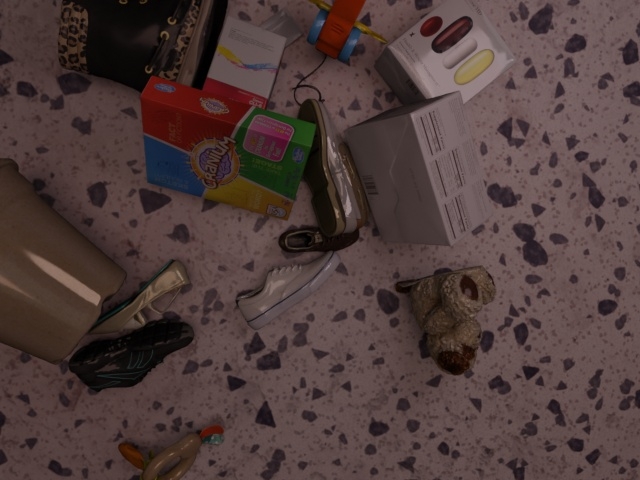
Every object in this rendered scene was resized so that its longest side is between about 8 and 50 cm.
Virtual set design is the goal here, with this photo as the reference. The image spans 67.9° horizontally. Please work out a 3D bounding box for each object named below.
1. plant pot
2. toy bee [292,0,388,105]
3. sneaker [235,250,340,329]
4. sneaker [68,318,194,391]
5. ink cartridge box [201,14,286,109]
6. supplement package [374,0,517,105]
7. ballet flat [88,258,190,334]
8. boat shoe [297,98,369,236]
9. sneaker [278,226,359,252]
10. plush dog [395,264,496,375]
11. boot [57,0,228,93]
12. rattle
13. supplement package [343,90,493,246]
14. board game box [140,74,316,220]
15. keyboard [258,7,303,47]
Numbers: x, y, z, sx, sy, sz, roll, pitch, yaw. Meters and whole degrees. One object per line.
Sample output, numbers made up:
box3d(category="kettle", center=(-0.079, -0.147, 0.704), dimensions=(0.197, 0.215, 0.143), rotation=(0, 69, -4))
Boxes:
box3d(category="plant pot", center=(-0.570, 0.068, 0.919), dimensions=(0.305, 0.334, 0.334), rotation=(39, 90, -19))
box3d(category="toy bee", center=(0.026, -0.447, 0.990), dimensions=(0.195, 0.298, 0.162), rotation=(39, 50, -25))
box3d(category="sneaker", center=(-0.074, 0.093, 1.059), dimensions=(0.258, 0.094, 0.091), rotation=(-37, 101, -1))
box3d(category="sneaker", center=(-0.404, 0.254, 1.052), dimensions=(0.267, 0.101, 0.106), rotation=(-16, 115, -3))
box3d(category="ink cartridge box", center=(-0.157, -0.333, 0.975), dimensions=(0.127, 0.128, 0.176), rotation=(17, 82, -10))
box3d(category="supplement package", center=(0.263, -0.382, 1.028), dimensions=(0.203, 0.149, 0.194), rotation=(-39, 97, -1))
box3d(category="ballet flat", center=(-0.388, 0.143, 1.038), dimensions=(0.248, 0.086, 0.086), rotation=(-39, 97, -1))
box3d(category="boat shoe", center=(0.026, -0.162, 1.051), dimensions=(0.103, 0.113, 0.303), rotation=(-11, 88, -32))
box3d(category="sneaker", center=(0.000, 0.000, 1.070), dimensions=(0.188, 0.071, 0.066), rotation=(-9, 95, -4))
box3d(category="plush dog", center=(0.283, 0.187, 1.060), dimensions=(0.210, 0.262, 0.226), rotation=(-14, 86, 29))
box3d(category="boot", center=(-0.349, -0.475, 0.971), dimensions=(0.284, 0.138, 0.378), rotation=(14, 94, -4))
box3d(category="rattle", center=(-0.336, 0.463, 1.094), dimensions=(0.200, 0.142, 0.130), rotation=(-45, 130, -16))
box3d(category="supplement package", center=(0.199, -0.140, 0.974), dimensions=(0.145, 0.204, 0.262), rotation=(-30, 109, -28))
box3d(category="board game box", center=(-0.190, -0.172, 0.962), dimensions=(0.316, 0.242, 0.064), rotation=(15, 54, -6))
box3d(category="keyboard", center=(-0.159, -0.413, 1.054), dimensions=(0.256, 0.014, 0.072), rotation=(-37, 102, -2))
